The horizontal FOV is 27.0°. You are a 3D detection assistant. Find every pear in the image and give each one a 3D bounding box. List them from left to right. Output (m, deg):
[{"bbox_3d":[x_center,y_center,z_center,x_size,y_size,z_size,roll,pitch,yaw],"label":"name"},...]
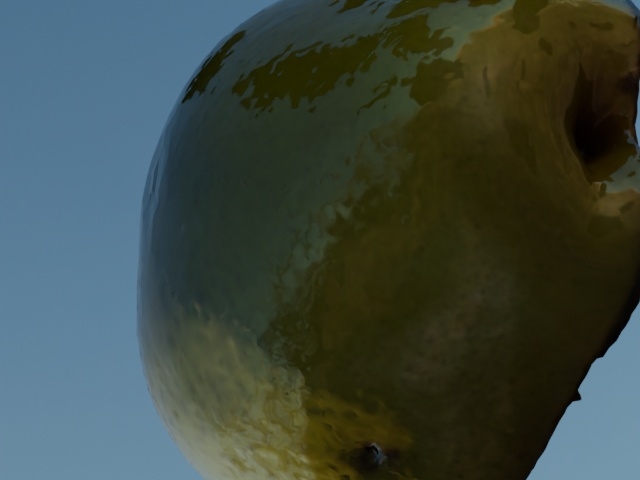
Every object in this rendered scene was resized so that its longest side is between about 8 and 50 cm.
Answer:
[{"bbox_3d":[0.000,0.000,0.733,0.191,0.386,0.340,13,-121,-16],"label":"pear"}]
